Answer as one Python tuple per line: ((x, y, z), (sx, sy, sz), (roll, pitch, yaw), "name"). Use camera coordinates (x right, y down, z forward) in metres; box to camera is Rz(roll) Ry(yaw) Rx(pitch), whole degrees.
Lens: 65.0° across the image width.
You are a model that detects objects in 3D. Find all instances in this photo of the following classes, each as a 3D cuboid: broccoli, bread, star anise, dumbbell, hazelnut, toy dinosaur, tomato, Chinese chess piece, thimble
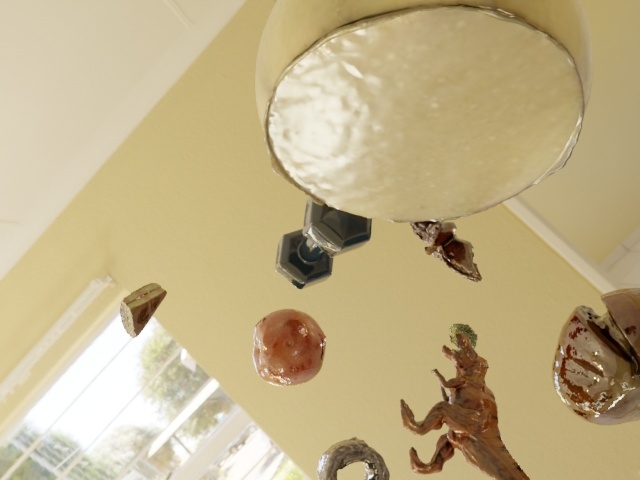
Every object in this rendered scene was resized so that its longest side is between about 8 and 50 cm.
((0.377, 0.266, 1.347), (0.095, 0.097, 0.092), (6, -67, -50), "broccoli")
((-0.333, 0.124, 0.910), (0.109, 0.043, 0.062), (-59, -27, -4), "bread")
((0.282, 0.006, 1.156), (0.088, 0.288, 0.288), (-44, -7, 3), "star anise")
((0.000, -0.001, 1.151), (0.144, 0.156, 0.316), (-51, 1, -30), "dumbbell")
((0.517, 0.208, 0.861), (0.251, 0.217, 0.217), (-52, -9, 22), "hazelnut")
((0.243, 0.339, 0.861), (0.208, 0.097, 0.432), (-20, 34, 9), "toy dinosaur")
((-0.081, 0.285, 1.346), (0.184, 0.208, 0.208), (2, -29, -20), "tomato")
((0.099, -0.151, 0.530), (0.338, 0.338, 0.141), (122, 155, -59), "Chinese chess piece")
((0.070, 0.520, 1.118), (0.150, 0.150, 0.098), (-44, -3, -20), "thimble")
